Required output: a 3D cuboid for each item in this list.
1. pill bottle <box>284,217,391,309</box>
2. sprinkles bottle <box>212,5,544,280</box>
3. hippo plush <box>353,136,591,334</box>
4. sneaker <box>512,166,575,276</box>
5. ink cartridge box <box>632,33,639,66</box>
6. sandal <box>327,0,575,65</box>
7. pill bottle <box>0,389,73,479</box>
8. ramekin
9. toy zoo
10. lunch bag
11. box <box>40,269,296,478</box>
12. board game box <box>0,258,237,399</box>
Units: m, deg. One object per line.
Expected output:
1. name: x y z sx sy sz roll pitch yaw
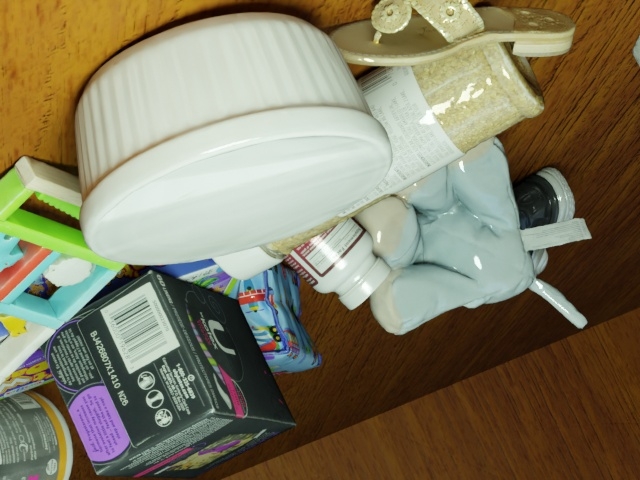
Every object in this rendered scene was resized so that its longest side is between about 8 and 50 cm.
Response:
1. pill bottle: 0.000 0.000 1.856 0.086 0.152 0.086 -45 -175 5
2. sprinkles bottle: 0.040 -0.092 1.694 0.355 0.121 0.121 -29 165 16
3. hippo plush: 0.132 -0.022 2.037 0.294 0.234 0.236 -2 -172 -22
4. sneaker: 0.240 -0.002 2.378 0.153 0.101 0.268 -18 158 -21
5. ink cartridge box: 0.454 -0.236 1.951 0.175 0.072 0.127 -24 166 -6
6. sandal: 0.119 -0.210 1.536 0.240 0.088 0.079 -4 123 -20
7. pill bottle: -0.443 0.266 2.085 0.162 0.162 0.278 -33 163 28
8. ramekin: -0.083 -0.087 1.457 0.273 0.127 0.273 -15 164 -4
9. toy zoo: -0.307 0.050 1.625 0.293 0.030 0.192 -42 149 16
10. lunch bag: -0.170 0.127 2.145 0.293 0.138 0.221 -17 169 7
11. box: -0.154 0.147 1.814 0.143 0.165 0.270 -29 165 11
12. board game box: -0.264 0.074 1.867 0.347 0.078 0.233 -19 164 -22
